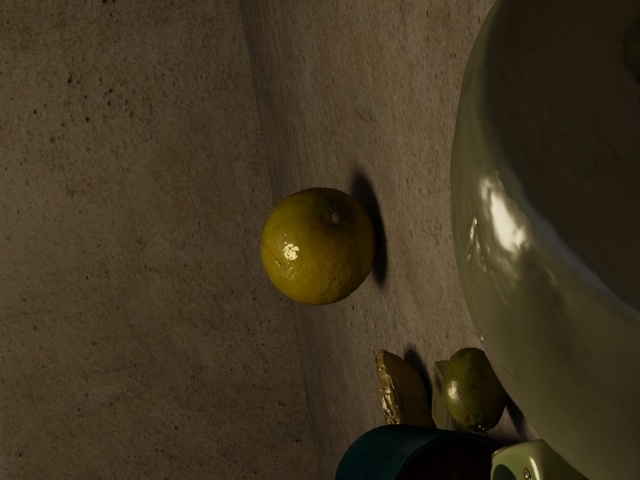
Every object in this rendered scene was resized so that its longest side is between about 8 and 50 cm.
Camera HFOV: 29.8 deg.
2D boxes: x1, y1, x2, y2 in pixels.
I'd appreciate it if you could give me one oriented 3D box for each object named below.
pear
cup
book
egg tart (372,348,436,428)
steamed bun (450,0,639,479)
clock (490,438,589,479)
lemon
[{"bbox_3d":[0.239,0.228,1.843,0.107,0.107,0.131,100,158,-63],"label":"pear"},{"bbox_3d":[0.195,0.427,1.948,0.292,0.308,0.242,169,115,-71],"label":"cup"},{"bbox_3d":[0.248,0.340,2.102,0.231,0.026,0.161,-114,16,-46],"label":"book"},{"bbox_3d":[0.164,0.327,2.357,0.232,0.098,0.252,86,172,-63],"label":"egg tart"},{"bbox_3d":[0.257,-0.008,1.005,0.371,0.290,0.455,92,163,-54],"label":"steamed bun"},{"bbox_3d":[0.311,0.388,1.657,0.308,0.096,0.235,132,125,-77],"label":"clock"},{"bbox_3d":[0.000,0.000,2.456,0.219,0.241,0.240,111,147,-55],"label":"lemon"}]
